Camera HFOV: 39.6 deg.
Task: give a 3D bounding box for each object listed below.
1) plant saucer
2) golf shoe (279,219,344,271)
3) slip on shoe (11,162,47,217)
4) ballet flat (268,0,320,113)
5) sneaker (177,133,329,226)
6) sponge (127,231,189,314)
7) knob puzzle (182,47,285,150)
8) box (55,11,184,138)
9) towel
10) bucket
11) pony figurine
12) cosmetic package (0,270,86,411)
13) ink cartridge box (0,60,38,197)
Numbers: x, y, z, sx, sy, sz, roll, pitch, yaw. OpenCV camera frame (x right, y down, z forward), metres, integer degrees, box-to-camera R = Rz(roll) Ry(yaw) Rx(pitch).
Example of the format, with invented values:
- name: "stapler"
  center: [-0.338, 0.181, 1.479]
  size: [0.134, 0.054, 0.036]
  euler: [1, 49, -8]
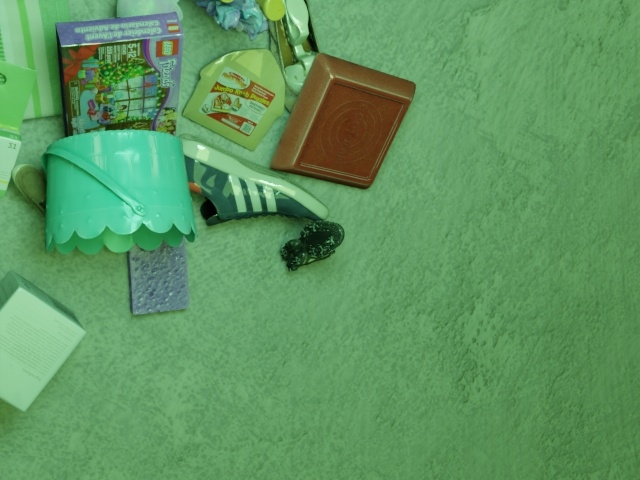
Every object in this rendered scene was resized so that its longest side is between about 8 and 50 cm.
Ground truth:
- name: "plant saucer"
  center: [0.057, -0.227, 1.818]
  size: [0.259, 0.048, 0.258]
  euler: [10, 116, -35]
- name: "golf shoe"
  center: [0.000, 0.000, 1.832]
  size: [0.094, 0.198, 0.077]
  euler: [-16, 84, -39]
- name: "slip on shoe"
  center: [-0.510, -0.087, 1.611]
  size: [0.051, 0.041, 0.135]
  euler: [-47, 146, -24]
- name: "ballet flat"
  center: [-0.048, -0.385, 1.764]
  size: [0.107, 0.106, 0.316]
  euler: [-23, 110, -19]
- name: "sneaker"
  center: [-0.153, -0.082, 1.777]
  size: [0.350, 0.131, 0.148]
  euler: [23, 99, -22]
- name: "sponge"
  center: [-0.324, 0.038, 1.764]
  size: [0.117, 0.031, 0.210]
  euler: [-7, 104, -25]
- name: "knob puzzle"
  center: [-0.155, -0.296, 1.756]
  size: [0.213, 0.030, 0.213]
  euler: [-9, 122, -14]
- name: "box"
  center: [-0.350, -0.269, 1.557]
  size: [0.200, 0.293, 0.057]
  euler: [-11, 63, -18]
- name: "towel"
  center: [-0.585, -0.312, 1.516]
  size: [0.324, 0.038, 0.248]
  euler: [-11, 126, -20]
- name: "bucket"
  center: [-0.360, -0.081, 1.582]
  size: [0.281, 0.281, 0.183]
  euler: [-3, 83, -25]
- name: "pony figurine"
  center: [-0.215, -0.475, 1.570]
  size: [0.302, 0.363, 0.351]
  euler: [-32, 128, -24]
- name: "cosmetic package"
  center: [-0.552, 0.181, 1.619]
  size: [0.151, 0.151, 0.184]
  euler: [41, 81, -25]
- name: "ink cartridge box"
  center: [-0.598, -0.199, 1.525]
  size: [0.171, 0.056, 0.235]
  euler: [13, 118, -29]
